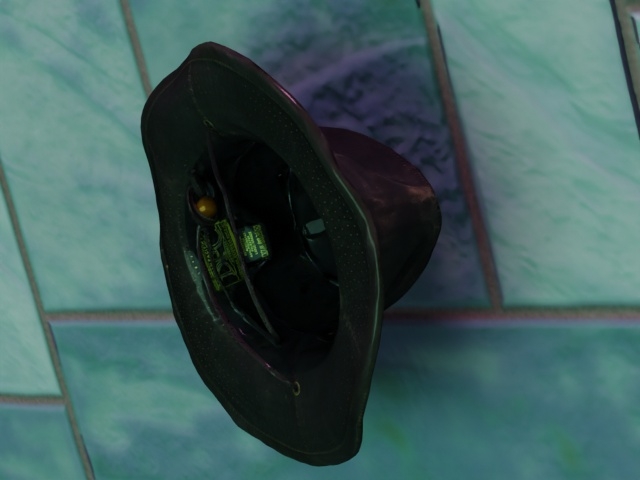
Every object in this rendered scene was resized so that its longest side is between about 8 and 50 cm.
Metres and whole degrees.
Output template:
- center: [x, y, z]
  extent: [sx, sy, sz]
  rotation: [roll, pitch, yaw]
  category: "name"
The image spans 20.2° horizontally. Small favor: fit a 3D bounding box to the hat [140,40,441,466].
- center: [0.000, 0.000, 1.249]
  extent: [0.331, 0.134, 0.331]
  rotation: [41, 139, 48]
  category: "hat"
